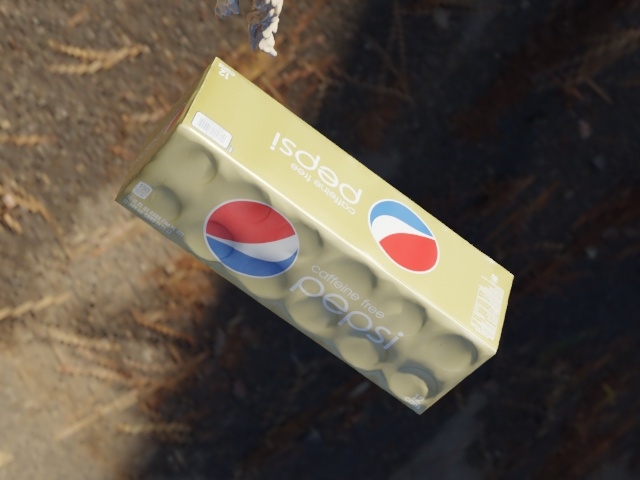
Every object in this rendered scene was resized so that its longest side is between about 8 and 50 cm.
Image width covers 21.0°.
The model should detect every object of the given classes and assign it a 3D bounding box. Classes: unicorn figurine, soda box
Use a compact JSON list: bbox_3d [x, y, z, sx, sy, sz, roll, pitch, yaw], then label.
[{"bbox_3d":[-0.067,-0.203,1.115,0.060,0.162,0.111,-41,166,-16],"label":"unicorn figurine"},{"bbox_3d":[0.000,0.000,0.806,0.181,0.058,0.061,36,128,-12],"label":"soda box"}]
